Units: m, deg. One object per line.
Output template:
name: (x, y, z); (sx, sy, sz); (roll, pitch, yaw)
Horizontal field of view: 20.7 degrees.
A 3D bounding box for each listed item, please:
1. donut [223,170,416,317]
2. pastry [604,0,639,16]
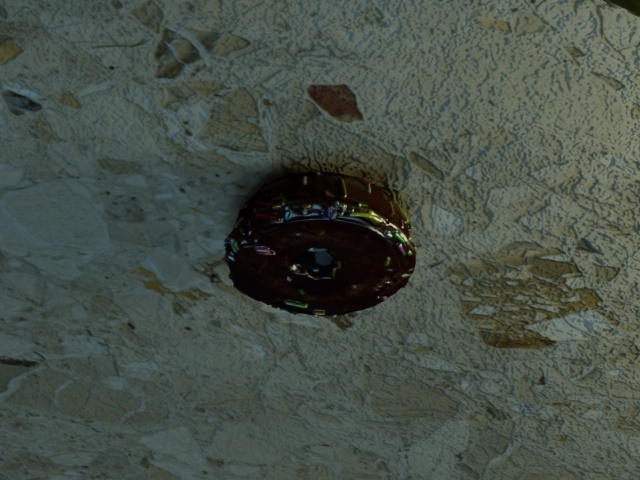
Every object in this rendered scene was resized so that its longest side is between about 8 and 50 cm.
donut: (0.000, 0.000, 2.112); (0.235, 0.089, 0.235); (2, 144, 2)
pastry: (0.249, -0.323, 1.523); (0.136, 0.329, 0.329); (-45, 133, -3)
